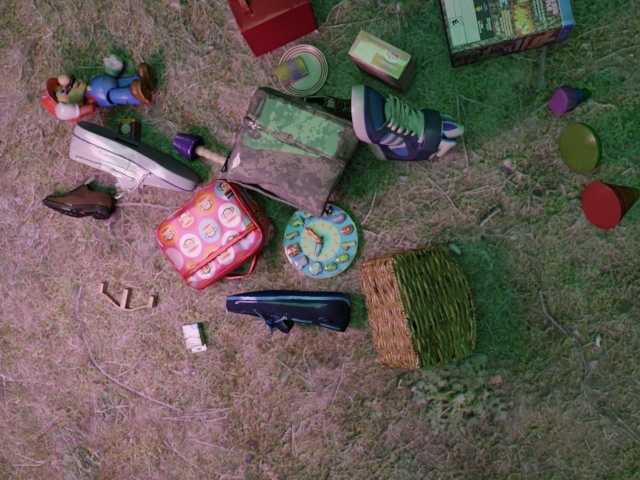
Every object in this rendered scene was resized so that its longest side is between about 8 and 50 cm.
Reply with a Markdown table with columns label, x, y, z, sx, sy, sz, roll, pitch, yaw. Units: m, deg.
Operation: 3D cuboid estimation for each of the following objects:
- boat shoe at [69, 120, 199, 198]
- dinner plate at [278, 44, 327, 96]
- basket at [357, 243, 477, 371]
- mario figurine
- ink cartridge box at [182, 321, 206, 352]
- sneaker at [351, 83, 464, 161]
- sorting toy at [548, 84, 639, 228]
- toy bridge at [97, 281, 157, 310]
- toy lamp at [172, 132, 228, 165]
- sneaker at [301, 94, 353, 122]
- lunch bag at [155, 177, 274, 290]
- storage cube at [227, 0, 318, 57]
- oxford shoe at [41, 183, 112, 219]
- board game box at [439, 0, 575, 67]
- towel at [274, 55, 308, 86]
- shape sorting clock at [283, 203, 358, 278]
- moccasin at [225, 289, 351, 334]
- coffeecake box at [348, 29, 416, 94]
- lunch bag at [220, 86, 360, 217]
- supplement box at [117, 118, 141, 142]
| label | x | y | z | sx | sy | sz | roll | pitch | yaw |
| --- | --- | --- | --- | --- | --- | --- | --- | --- | --- |
| boat shoe | -0.531 | -0.188 | 1.764 | 0.367 | 0.136 | 0.157 | 23 | 109 | -9 |
| dinner plate | -0.047 | -0.464 | 1.726 | 0.141 | 0.017 | 0.141 | 0 | 90 | 12 |
| basket | 0.254 | 0.168 | 1.634 | 0.213 | 0.223 | 0.299 | -14 | 88 | -21 |
| mario figurine | -0.643 | -0.435 | 1.775 | 0.320 | 0.198 | 0.170 | -9 | 102 | 8 |
| ink cartridge box | -0.360 | 0.280 | 1.804 | 0.048 | 0.028 | 0.083 | -14 | 89 | 13 |
| sneaker | 0.221 | -0.289 | 1.519 | 0.236 | 0.323 | 0.130 | -3 | 72 | 19 |
| sorting toy | 0.684 | -0.216 | 1.544 | 0.126 | 0.127 | 0.366 | -17 | 84 | -17 |
| toy bridge | -0.572 | 0.172 | 1.850 | 0.188 | 0.026 | 0.063 | 12 | 95 | 12 |
| toy lamp | -0.282 | -0.227 | 1.752 | 0.274 | 0.080 | 0.080 | 24 | 96 | 12 |
| sneaker | 0.038 | -0.350 | 1.682 | 0.188 | 0.071 | 0.066 | 9 | 93 | 13 |
| lunch bag | -0.279 | -0.005 | 1.727 | 0.293 | 0.120 | 0.258 | -35 | 91 | 20 |
| storage cube | -0.135 | -0.626 | 1.649 | 0.193 | 0.215 | 0.184 | -23 | 85 | 5 |
| oxford shoe | -0.710 | -0.119 | 1.859 | 0.227 | 0.083 | 0.096 | 5 | 73 | 12 |
| board game box | 0.445 | -0.586 | 1.551 | 0.290 | 0.141 | 0.232 | -10 | 89 | 12 |
| towel | -0.080 | -0.462 | 1.721 | 0.083 | 0.009 | 0.060 | -25 | 85 | 12 |
| shape sorting clock | 0.000 | 0.000 | 1.713 | 0.206 | 0.040 | 0.206 | 0 | 92 | 13 |
| moccasin | -0.091 | 0.198 | 1.690 | 0.341 | 0.137 | 0.117 | 1 | 96 | 13 |
| coffeecake box | 0.161 | -0.446 | 1.594 | 0.142 | 0.185 | 0.068 | 31 | 97 | 10 |
| lunch bag | -0.076 | -0.222 | 1.615 | 0.305 | 0.212 | 0.256 | 23 | 95 | -4 |
| supplement box | -0.555 | -0.308 | 1.828 | 0.054 | 0.043 | 0.083 | 2 | 92 | 11 |
